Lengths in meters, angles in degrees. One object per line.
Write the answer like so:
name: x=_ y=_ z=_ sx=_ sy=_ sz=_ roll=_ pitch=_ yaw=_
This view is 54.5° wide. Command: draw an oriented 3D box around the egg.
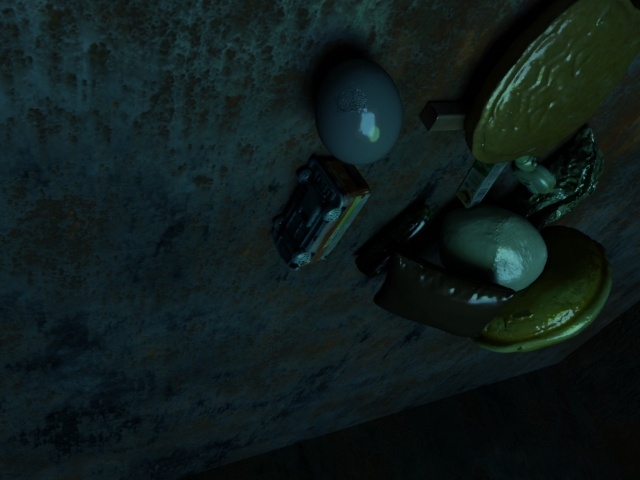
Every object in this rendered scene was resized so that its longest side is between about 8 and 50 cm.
egg: x=0.063 y=-0.211 z=1.028 sx=0.147 sy=0.146 sz=0.198 roll=-18 pitch=144 yaw=-10

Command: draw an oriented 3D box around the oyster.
oyster: x=0.608 y=-0.134 z=1.587 sx=0.158 sy=0.162 sz=0.350 roll=21 pitch=131 yaw=0

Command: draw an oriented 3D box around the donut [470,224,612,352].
donut: x=0.598 y=0.137 z=1.760 sx=0.449 sy=0.448 sz=0.198 roll=-34 pitch=116 yaw=17

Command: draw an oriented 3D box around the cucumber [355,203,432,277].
cucumber: x=0.189 y=-0.001 z=1.542 sx=0.075 sy=0.074 sz=0.241 roll=10 pitch=136 yaw=-45

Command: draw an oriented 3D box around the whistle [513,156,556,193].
whistle: x=0.486 y=-0.173 z=1.465 sx=0.057 sy=0.104 sz=0.198 roll=-53 pitch=134 yaw=1

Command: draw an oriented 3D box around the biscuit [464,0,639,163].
biscuit: x=0.461 y=-0.301 z=1.206 sx=0.365 sy=0.062 sz=0.385 roll=-5 pitch=139 yaw=-37

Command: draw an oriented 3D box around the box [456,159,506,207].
box: x=0.383 y=-0.157 z=1.451 sx=0.041 sy=0.049 sz=0.207 roll=-15 pitch=150 yaw=-25

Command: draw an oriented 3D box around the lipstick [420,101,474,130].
lipstick: x=0.271 y=-0.246 z=1.228 sx=0.146 sy=0.045 sz=0.045 roll=-8 pitch=149 yaw=-27

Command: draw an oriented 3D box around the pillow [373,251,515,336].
pillow: x=0.303 y=0.148 z=1.585 sx=0.308 sy=0.108 sz=0.305 roll=19 pitch=154 yaw=4

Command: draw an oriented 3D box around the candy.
candy: x=0.434 y=0.033 z=1.584 sx=0.296 sy=0.185 sz=0.295 roll=18 pitch=152 yaw=10

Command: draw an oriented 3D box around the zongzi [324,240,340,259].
zongzi: x=0.000 y=0.000 z=1.411 sx=0.109 sy=0.055 sz=0.119 roll=-11 pitch=151 yaw=-52

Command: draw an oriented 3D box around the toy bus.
toy bus: x=-0.002 y=-0.050 z=1.282 sx=0.120 sy=0.121 sz=0.265 roll=-14 pitch=151 yaw=-36
